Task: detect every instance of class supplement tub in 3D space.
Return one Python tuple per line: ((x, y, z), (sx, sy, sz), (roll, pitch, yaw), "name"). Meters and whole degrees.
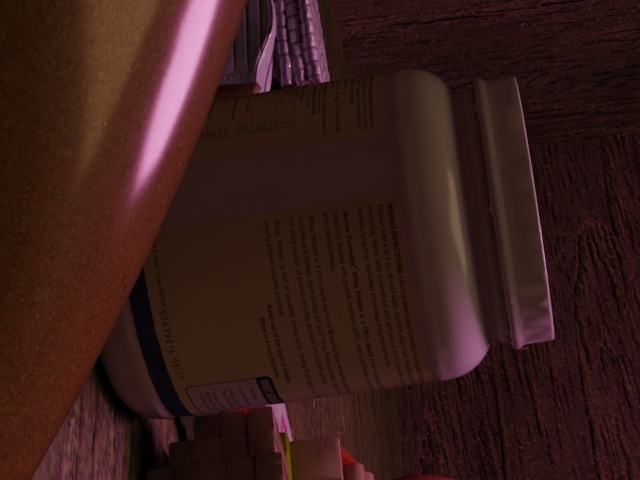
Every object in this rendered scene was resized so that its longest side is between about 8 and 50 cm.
((0.000, 0.000, 1.198), (0.235, 0.324, 0.235), (-8, 90, -84), "supplement tub")

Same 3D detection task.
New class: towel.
((-0.064, -0.270, 1.950), (0.235, 0.121, 0.284), (47, 33, -82), "towel")

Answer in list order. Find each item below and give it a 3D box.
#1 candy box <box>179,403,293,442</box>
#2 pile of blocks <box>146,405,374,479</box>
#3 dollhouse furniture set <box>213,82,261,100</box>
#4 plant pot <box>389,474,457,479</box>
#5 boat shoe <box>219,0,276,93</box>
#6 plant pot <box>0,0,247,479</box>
((-0.075, 0.165, 1.448), (0.165, 0.070, 0.196), (-84, 164, -67), "candy box")
((-0.022, 0.221, 1.347), (0.362, 0.149, 0.113), (42, 34, -46), "pile of blocks")
((-0.101, -0.261, 1.500), (0.259, 0.135, 0.262), (-75, 156, -74), "dollhouse furniture set")
((0.098, 0.425, 1.884), (0.243, 0.275, 0.275), (-1, 82, -73), "plant pot")
((-0.096, -0.187, 1.783), (0.076, 0.083, 0.226), (96, 0, -68), "boat shoe")
((-0.145, -0.035, 0.564), (0.237, 0.237, 0.254), (59, 38, -74), "plant pot")
